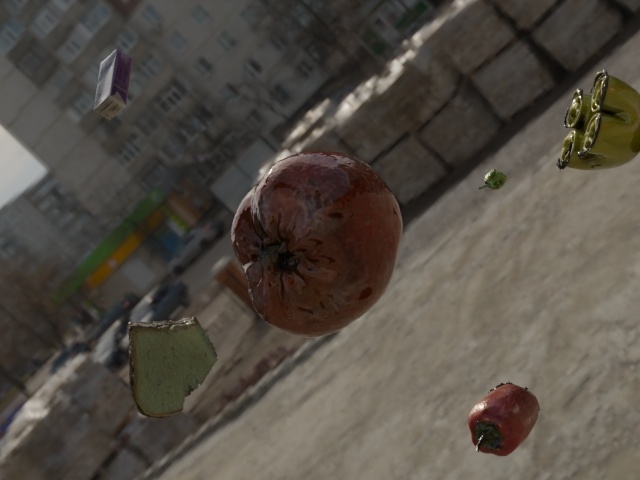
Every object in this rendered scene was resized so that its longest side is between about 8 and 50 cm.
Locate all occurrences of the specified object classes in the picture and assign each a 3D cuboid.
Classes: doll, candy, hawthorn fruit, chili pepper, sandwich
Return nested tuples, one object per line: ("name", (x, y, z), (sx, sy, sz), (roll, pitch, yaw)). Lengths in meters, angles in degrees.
("doll", (0.359, -0.094, 1.096), (0.135, 0.221, 0.143), (115, 166, -77))
("candy", (0.282, -0.096, 1.859), (0.035, 0.035, 0.123), (-52, -12, 25))
("hawthorn fruit", (0.000, 0.000, 1.699), (0.284, 0.284, 0.284), (-45, 7, 6))
("chili pepper", (0.268, 0.280, 1.673), (0.086, 0.084, 0.192), (-10, 11, 30))
("sandwich", (-0.154, 0.132, 1.148), (0.036, 0.093, 0.104), (-152, 63, -75))

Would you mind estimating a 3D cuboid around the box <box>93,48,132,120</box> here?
("box", (-0.343, -0.259, 1.829), (0.051, 0.036, 0.117), (-35, 40, 33))
